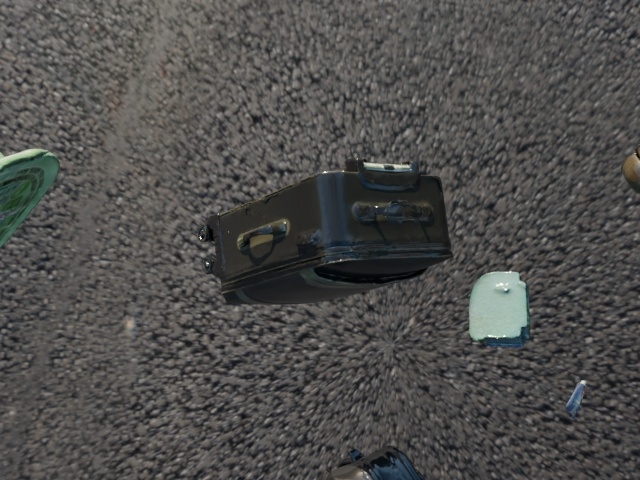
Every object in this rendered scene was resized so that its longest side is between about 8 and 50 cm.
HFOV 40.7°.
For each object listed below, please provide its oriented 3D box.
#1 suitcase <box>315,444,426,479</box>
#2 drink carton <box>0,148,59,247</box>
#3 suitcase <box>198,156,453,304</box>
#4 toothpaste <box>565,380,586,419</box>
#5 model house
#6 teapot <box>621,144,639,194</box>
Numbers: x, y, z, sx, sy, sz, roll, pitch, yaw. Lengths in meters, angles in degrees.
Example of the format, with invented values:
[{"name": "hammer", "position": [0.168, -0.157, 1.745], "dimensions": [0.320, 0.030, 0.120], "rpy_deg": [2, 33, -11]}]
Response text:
[{"name": "suitcase", "position": [0.107, 0.531, 1.476], "dimensions": [0.188, 0.345, 0.339], "rpy_deg": [-24, 69, -21]}, {"name": "drink carton", "position": [-0.267, -0.047, 0.522], "dimensions": [0.142, 0.144, 0.146], "rpy_deg": [46, 117, 2]}, {"name": "suitcase", "position": [0.000, 0.000, 1.451], "dimensions": [0.283, 0.434, 0.194], "rpy_deg": [-1, 78, -36]}, {"name": "toothpaste", "position": [0.457, 0.281, 1.541], "dimensions": [0.027, 0.019, 0.083], "rpy_deg": [49, 50, -10]}, {"name": "model house", "position": [0.370, 0.155, 1.738], "dimensions": [0.120, 0.148, 0.148], "rpy_deg": [-6, 63, 20]}, {"name": "teapot", "position": [0.574, -0.128, 1.470], "dimensions": [0.110, 0.085, 0.080], "rpy_deg": [-16, 54, 3]}]
